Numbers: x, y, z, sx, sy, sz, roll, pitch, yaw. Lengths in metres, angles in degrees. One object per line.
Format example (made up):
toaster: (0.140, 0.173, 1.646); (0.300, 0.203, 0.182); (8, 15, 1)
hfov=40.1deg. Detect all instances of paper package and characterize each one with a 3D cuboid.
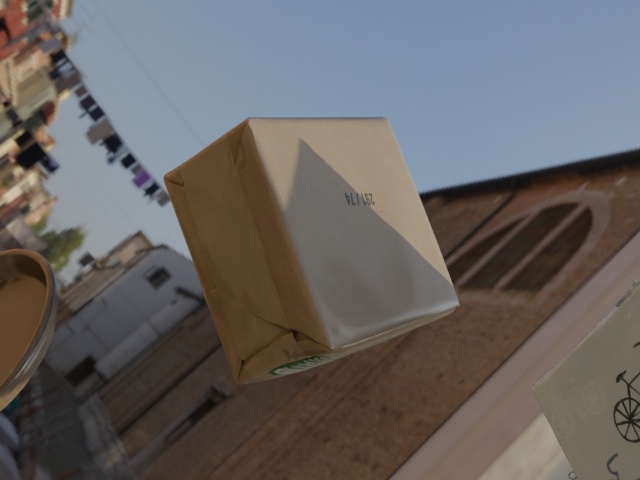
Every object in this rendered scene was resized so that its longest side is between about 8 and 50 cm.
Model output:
paper package: (0.000, 0.000, 1.164); (0.168, 0.325, 0.309); (-27, -100, 36)

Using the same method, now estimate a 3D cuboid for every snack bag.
snack bag: (0.435, 0.267, 1.173); (0.342, 0.037, 0.323); (65, -31, 29)

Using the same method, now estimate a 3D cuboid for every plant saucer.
plant saucer: (-0.428, 0.131, 1.074); (0.278, 0.278, 0.041); (32, -16, 47)
